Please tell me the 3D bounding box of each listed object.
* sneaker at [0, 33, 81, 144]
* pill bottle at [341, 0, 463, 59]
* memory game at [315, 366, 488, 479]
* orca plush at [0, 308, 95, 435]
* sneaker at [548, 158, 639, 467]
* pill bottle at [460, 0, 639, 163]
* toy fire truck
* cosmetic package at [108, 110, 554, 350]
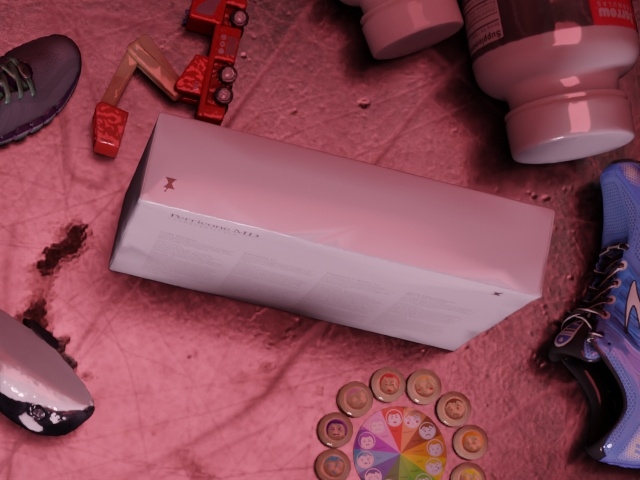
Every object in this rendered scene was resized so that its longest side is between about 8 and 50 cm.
[{"bbox_3d":[-0.326,-0.135,1.857,0.224,0.098,0.083,-39,88,-16],"label":"sneaker"},{"bbox_3d":[0.063,-0.313,1.958,0.131,0.131,0.229,-19,83,-15],"label":"pill bottle"},{"bbox_3d":[0.084,0.219,1.915,0.186,0.012,0.186,2,78,-11],"label":"memory game"},{"bbox_3d":[-0.356,0.110,1.803,0.287,0.151,0.102,34,105,-6],"label":"orca plush"},{"bbox_3d":[0.315,0.076,1.932,0.147,0.130,0.330,0,79,-14],"label":"sneaker"},{"bbox_3d":[0.236,-0.249,1.957,0.176,0.176,0.318,-7,80,-13],"label":"pill bottle"},{"bbox_3d":[-0.155,-0.173,1.927,0.135,0.047,0.192,12,76,-8],"label":"toy fire truck"},{"bbox_3d":[0.000,0.000,1.802,0.377,0.284,0.097,14,76,-9],"label":"cosmetic package"}]
